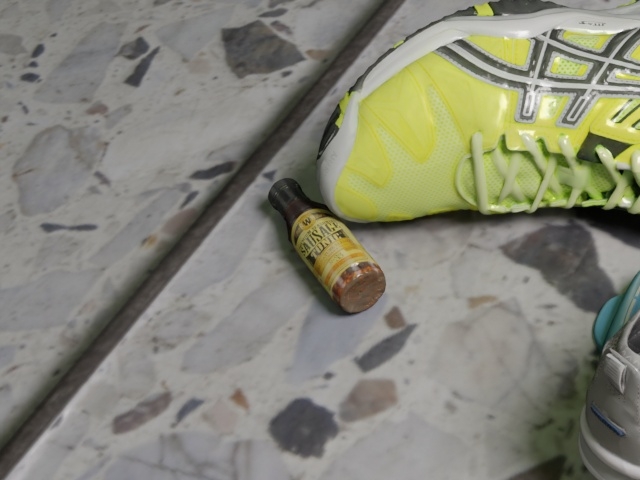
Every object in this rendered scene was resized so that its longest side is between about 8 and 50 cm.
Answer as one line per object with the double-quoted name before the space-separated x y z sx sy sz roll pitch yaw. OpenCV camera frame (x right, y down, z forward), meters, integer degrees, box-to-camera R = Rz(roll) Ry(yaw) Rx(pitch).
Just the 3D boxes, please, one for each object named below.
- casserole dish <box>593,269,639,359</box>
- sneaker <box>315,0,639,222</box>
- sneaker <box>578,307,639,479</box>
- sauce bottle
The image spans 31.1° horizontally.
"casserole dish" 0.263 0.063 0.713 0.188 0.037 0.114 16 55 25
"sneaker" 0.185 -0.082 0.794 0.385 0.145 0.147 -16 46 2
"sneaker" 0.261 0.031 0.637 0.281 0.115 0.105 -38 50 -19
"sauce bottle" 0.000 0.000 0.836 0.042 0.042 0.128 -30 47 -13
